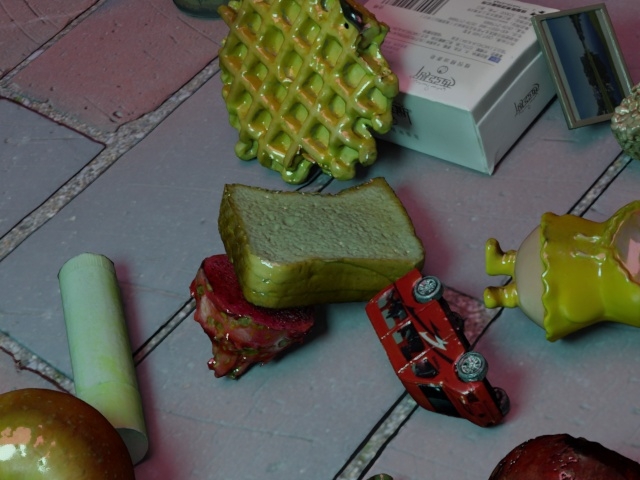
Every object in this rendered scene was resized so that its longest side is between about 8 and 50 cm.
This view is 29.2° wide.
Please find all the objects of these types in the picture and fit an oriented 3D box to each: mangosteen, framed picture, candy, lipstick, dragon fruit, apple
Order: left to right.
[{"bbox_3d":[-0.289,0.268,1.227,0.210,0.173,0.234,35,84,4],"label":"apple"},{"bbox_3d":[-0.257,0.131,1.437,0.076,0.076,0.304,-22,42,0],"label":"lipstick"},{"bbox_3d":[-0.094,0.094,1.402,0.111,0.153,0.153,-58,38,21],"label":"dragon fruit"},{"bbox_3d":[0.213,0.260,1.066,0.166,0.166,0.180,12,79,31],"label":"mangosteen"},{"bbox_3d":[0.327,-0.215,1.507,0.109,0.011,0.149,-15,82,-23],"label":"framed picture"},{"bbox_3d":[0.390,-0.136,1.431,0.085,0.110,0.095,30,79,40],"label":"candy"}]

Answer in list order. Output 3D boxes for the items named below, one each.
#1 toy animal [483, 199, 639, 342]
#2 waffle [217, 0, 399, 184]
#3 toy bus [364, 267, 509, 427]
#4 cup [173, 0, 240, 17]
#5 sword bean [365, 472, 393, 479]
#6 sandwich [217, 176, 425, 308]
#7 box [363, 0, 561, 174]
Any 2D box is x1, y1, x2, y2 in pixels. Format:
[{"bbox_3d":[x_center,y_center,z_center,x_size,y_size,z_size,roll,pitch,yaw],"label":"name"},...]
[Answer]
[{"bbox_3d":[0.286,0.038,1.277,0.230,0.156,0.156,2,47,10],"label":"toy animal"},{"bbox_3d":[-0.023,-0.222,1.570,0.312,0.307,0.060,10,13,41],"label":"waffle"},{"bbox_3d":[0.122,0.122,1.293,0.089,0.081,0.195,-31,43,4],"label":"toy bus"},{"bbox_3d":[-0.129,-0.521,1.917,0.301,0.257,0.227,-12,46,8],"label":"cup"},{"bbox_3d":[0.090,0.328,1.128,0.043,0.038,0.269,-42,40,16],"label":"sword bean"},{"bbox_3d":[0.000,0.000,1.408,0.215,0.065,0.186,-1,34,-16],"label":"sandwich"},{"bbox_3d":[0.155,-0.223,1.598,0.274,0.116,0.203,22,58,38],"label":"box"}]
